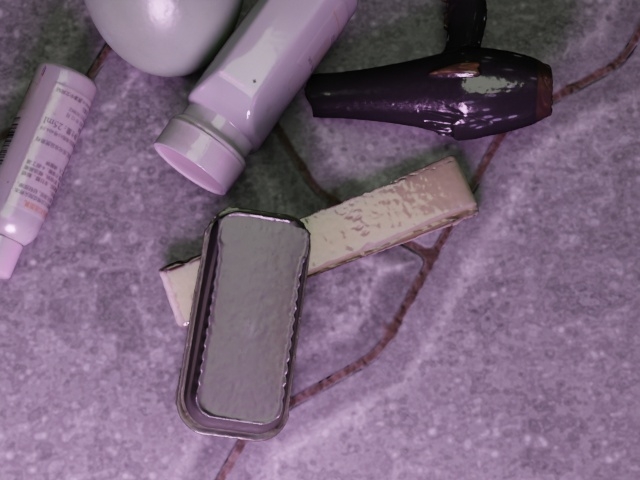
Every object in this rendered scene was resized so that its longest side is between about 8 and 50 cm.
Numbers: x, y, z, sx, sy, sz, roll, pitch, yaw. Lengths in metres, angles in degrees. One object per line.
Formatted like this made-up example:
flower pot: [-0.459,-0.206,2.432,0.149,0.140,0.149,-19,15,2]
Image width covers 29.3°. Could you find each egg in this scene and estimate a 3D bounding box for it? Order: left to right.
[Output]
egg: [-0.191,-0.336,1.472,0.203,0.203,0.282,-9,111,-4]

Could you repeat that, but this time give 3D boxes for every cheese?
cheese: [0.000,0.002,1.508,0.400,0.034,0.085,-22,84,-6]

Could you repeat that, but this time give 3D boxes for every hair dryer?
hair dryer: [0.147,-0.290,1.566,0.304,0.120,0.359,1,66,13]

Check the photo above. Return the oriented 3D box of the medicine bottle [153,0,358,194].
medicine bottle: [-0.075,-0.202,1.484,0.111,0.161,0.296,32,80,4]

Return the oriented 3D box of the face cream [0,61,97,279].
face cream: [-0.355,-0.082,1.487,0.082,0.082,0.269,20,77,2]

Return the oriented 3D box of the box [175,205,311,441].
box: [-0.086,0.095,1.387,0.138,0.178,0.274,7,87,-4]
